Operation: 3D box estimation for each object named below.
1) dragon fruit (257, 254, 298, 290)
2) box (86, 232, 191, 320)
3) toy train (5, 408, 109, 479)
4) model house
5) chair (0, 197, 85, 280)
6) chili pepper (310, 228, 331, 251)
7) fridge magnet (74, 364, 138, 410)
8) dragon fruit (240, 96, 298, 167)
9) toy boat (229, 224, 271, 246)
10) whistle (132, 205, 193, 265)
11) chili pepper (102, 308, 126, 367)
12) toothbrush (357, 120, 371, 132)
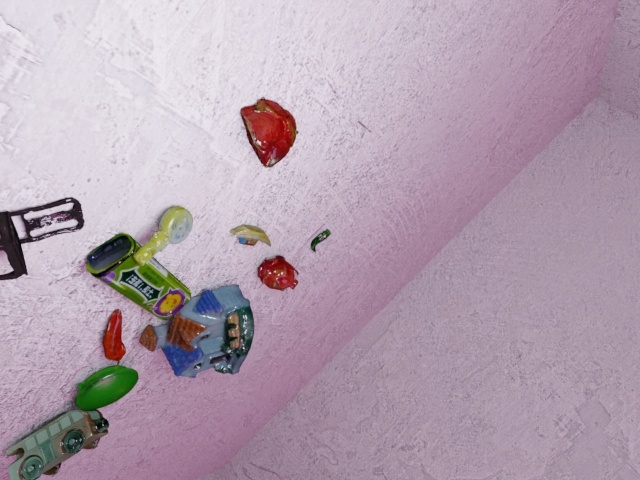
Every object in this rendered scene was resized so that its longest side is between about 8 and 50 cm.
[{"bbox_3d":[-0.159,0.129,1.536,0.136,0.166,0.133,-60,-177,-29],"label":"dragon fruit"},{"bbox_3d":[-0.506,0.114,1.152,0.134,0.097,0.345,-43,153,-14],"label":"box"},{"bbox_3d":[-0.909,0.704,1.402,0.326,0.159,0.129,-31,163,-9],"label":"toy train"},{"bbox_3d":[-0.439,0.330,1.405,0.329,0.252,0.295,-2,134,-42],"label":"model house"},{"bbox_3d":[-0.614,-0.004,0.841,0.229,0.113,0.106,-17,146,-32],"label":"chair"},{"bbox_3d":[-0.004,0.000,1.680,0.055,0.035,0.118,27,106,-43],"label":"chili pepper"},{"bbox_3d":[-0.754,0.519,1.420,0.208,0.088,0.208,-30,151,-19],"label":"fridge magnet"},{"bbox_3d":[-0.117,-0.288,1.044,0.161,0.127,0.120,-32,158,-15],"label":"dragon fruit"},{"bbox_3d":[-0.229,-0.011,1.350,0.172,0.065,0.066,14,107,-51],"label":"toy boat"},{"bbox_3d":[-0.416,-0.012,1.059,0.198,0.057,0.104,-53,158,-37],"label":"whistle"},{"bbox_3d":[-0.662,0.322,1.286,0.063,0.071,0.272,12,126,-9],"label":"chili pepper"},{"bbox_3d":[0.149,-0.384,1.355,0.097,0.008,0.006,13,107,-56],"label":"toothbrush"}]
